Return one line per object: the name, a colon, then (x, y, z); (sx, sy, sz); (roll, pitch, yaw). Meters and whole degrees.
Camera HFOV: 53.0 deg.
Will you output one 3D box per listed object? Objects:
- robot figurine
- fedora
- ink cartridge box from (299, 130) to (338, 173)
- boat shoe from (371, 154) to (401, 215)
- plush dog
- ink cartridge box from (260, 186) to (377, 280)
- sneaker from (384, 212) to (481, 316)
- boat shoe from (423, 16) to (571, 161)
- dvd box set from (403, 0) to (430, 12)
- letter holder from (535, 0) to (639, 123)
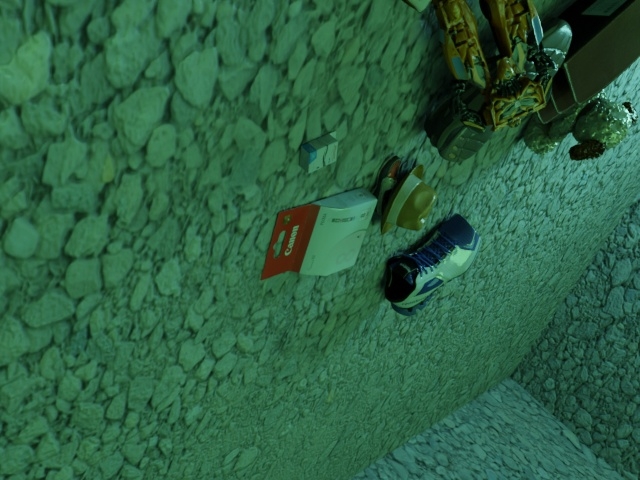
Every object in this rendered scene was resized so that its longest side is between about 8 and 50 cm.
robot figurine: (0.316, -0.328, 1.162); (0.211, 0.085, 0.291); (-26, 117, 4)
fedora: (0.206, -0.077, 1.426); (0.194, 0.079, 0.194); (-53, 163, -24)
ink cartridge box: (0.003, -0.161, 1.167); (0.083, 0.028, 0.048); (-29, 146, -29)
boat shoe: (0.143, -0.119, 1.380); (0.049, 0.043, 0.137); (-8, 131, -45)
plush dog: (0.674, -0.319, 1.626); (0.262, 0.225, 0.210); (-41, 150, -9)
ink cartridge box: (0.000, 0.000, 1.332); (0.232, 0.066, 0.189); (-23, 143, -41)
sneaker: (0.280, 0.067, 1.689); (0.315, 0.127, 0.182); (-49, 152, 8)
boat shoe: (0.348, -0.325, 1.310); (0.355, 0.130, 0.132); (-44, 147, 7)
dvd box set: (0.112, -0.521, 0.844); (0.420, 0.062, 0.307); (7, 121, -55)
letter holder: (0.621, -0.411, 1.450); (0.302, 0.152, 0.214); (-41, 123, -10)
